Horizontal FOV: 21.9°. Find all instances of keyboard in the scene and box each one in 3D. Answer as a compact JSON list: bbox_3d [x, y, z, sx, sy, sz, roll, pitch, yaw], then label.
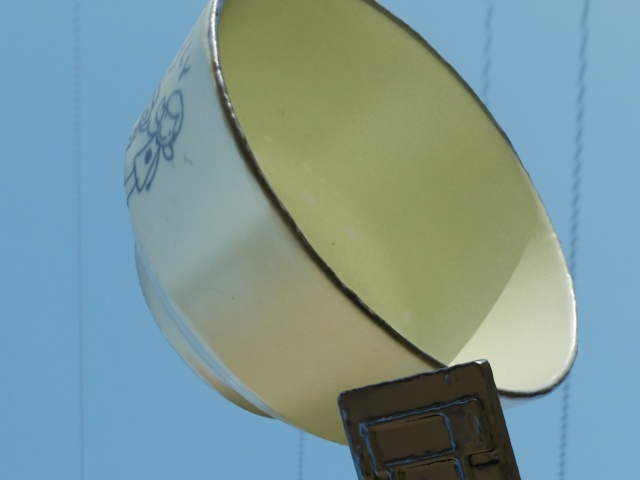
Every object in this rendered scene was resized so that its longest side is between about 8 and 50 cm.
[{"bbox_3d":[0.057,0.143,0.548,0.013,0.061,0.204,-11,-95,-54],"label":"keyboard"}]

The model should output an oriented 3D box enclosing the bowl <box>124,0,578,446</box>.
[{"bbox_3d":[0.000,0.000,0.772,0.238,0.238,0.126,40,-60,-20],"label":"bowl"}]
